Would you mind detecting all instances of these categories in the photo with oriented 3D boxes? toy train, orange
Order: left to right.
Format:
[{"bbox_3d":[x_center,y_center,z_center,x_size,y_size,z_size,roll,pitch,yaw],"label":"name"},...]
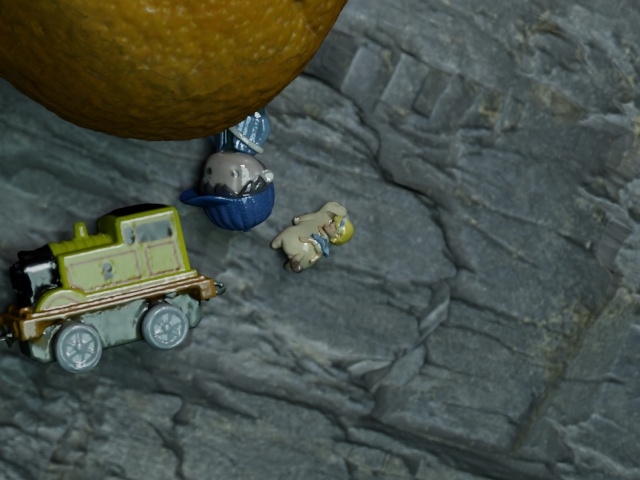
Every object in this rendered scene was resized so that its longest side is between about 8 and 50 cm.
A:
[{"bbox_3d":[-0.189,0.040,1.466,0.219,0.089,0.127,-13,97,-22],"label":"toy train"},{"bbox_3d":[-0.150,-0.253,1.287,0.357,0.322,0.322,37,85,-21],"label":"orange"}]

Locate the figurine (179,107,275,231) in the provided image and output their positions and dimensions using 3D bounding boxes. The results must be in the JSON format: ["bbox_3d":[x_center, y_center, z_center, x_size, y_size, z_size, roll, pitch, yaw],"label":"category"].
[{"bbox_3d":[-0.075,-0.077,1.508,0.079,0.077,0.136,25,73,-62],"label":"figurine"}]

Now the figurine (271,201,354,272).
[{"bbox_3d":[0.000,0.000,1.564,0.083,0.050,0.047,-41,121,-11],"label":"figurine"}]
